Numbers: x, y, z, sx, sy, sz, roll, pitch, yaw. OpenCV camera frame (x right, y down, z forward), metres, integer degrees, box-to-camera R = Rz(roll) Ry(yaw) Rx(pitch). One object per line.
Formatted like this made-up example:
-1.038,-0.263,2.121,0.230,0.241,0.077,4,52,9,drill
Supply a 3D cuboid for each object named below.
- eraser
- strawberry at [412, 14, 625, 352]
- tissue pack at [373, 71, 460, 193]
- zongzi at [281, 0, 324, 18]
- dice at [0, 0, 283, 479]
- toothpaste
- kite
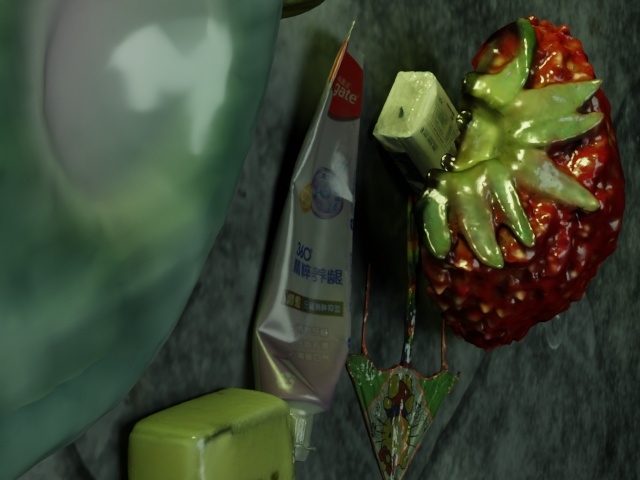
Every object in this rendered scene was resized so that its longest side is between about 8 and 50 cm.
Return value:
-0.063,0.186,0.910,0.117,0.058,0.172,-12,103,-58,eraser
0.175,-0.028,1.146,0.306,0.137,0.233,48,55,-66,strawberry
0.078,-0.081,1.122,0.083,0.042,0.062,51,55,-49,tissue pack
-0.104,-0.145,0.747,0.251,0.125,0.274,43,61,-42,zongzi
-0.228,-0.097,0.356,0.348,0.330,0.328,-29,117,-55,dice
0.000,0.000,1.006,0.075,0.048,0.301,25,70,-52,toothpaste
0.071,0.080,1.164,0.198,0.006,0.244,9,85,-58,kite
